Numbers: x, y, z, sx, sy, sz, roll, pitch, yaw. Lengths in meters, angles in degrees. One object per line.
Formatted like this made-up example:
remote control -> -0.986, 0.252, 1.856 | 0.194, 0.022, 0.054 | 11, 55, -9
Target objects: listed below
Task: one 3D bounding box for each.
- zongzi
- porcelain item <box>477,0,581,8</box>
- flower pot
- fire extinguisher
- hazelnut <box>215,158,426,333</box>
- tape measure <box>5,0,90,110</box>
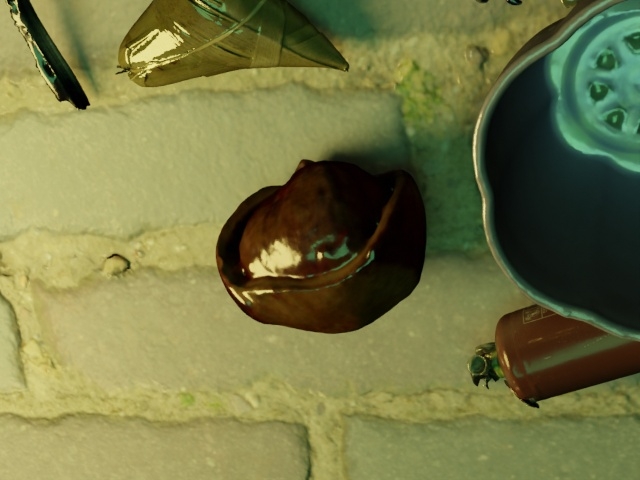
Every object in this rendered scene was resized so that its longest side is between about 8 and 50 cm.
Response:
zongzi -> -0.093, -0.165, 0.898 | 0.178, 0.081, 0.189 | 38, 125, -16
porcelain item -> 0.201, -0.231, 0.810 | 0.136, 0.021, 0.075 | -34, 103, 26
flower pot -> 0.263, -0.087, 0.739 | 0.265, 0.243, 0.265 | 6, 115, 14
fire extinguisher -> 0.259, 0.097, 0.917 | 0.268, 0.105, 0.105 | -22, 108, 23
hazelnut -> 0.000, 0.005, 0.893 | 0.201, 0.170, 0.161 | -3, 113, 5
tape measure -> -0.248, -0.298, 0.861 | 0.215, 0.098, 0.351 | -19, 111, 24
